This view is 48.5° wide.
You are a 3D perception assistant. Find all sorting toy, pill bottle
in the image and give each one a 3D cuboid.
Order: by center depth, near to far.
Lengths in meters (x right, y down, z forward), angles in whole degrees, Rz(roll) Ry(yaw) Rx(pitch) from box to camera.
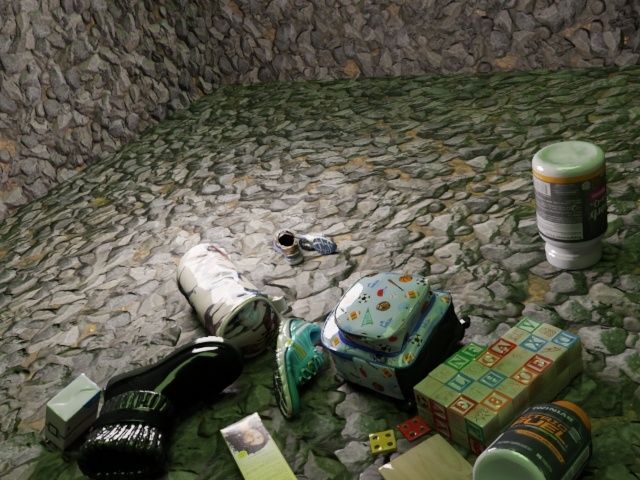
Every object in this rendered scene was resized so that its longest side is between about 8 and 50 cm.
[{"bbox_3d":[0.358,0.348,1.158,0.130,0.131,0.245,9,18,37],"label":"pill bottle"},{"bbox_3d":[0.188,0.415,1.236,0.132,0.046,0.274,-25,31,-18],"label":"sorting toy"},{"bbox_3d":[0.593,-0.081,1.683,0.162,0.279,0.162,-12,29,7],"label":"pill bottle"}]

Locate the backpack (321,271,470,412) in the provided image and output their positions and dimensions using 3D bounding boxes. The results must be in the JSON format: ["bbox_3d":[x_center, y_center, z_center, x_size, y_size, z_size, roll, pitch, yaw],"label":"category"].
[{"bbox_3d":[0.134,0.195,1.505,0.263,0.213,0.276,-2,32,43],"label":"backpack"}]

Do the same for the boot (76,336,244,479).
[{"bbox_3d":[-0.322,0.355,1.490,0.347,0.131,0.260,-24,21,5],"label":"boot"}]

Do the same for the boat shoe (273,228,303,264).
[{"bbox_3d":[-0.097,0.003,2.083,0.066,0.066,0.183,-22,29,-13],"label":"boat shoe"}]

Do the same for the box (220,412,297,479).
[{"bbox_3d":[-0.112,0.426,1.347,0.087,0.058,0.232,-24,30,-17],"label":"box"}]

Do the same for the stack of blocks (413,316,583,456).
[{"bbox_3d":[0.347,0.269,1.377,0.297,0.087,0.171,-31,32,-27],"label":"stack of blocks"}]

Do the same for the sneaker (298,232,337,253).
[{"bbox_3d":[0.000,0.000,2.063,0.135,0.052,0.058,14,34,39],"label":"sneaker"}]

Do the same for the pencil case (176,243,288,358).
[{"bbox_3d":[-0.238,0.140,1.808,0.183,0.160,0.410,-25,30,-18],"label":"pencil case"}]

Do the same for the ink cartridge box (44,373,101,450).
[{"bbox_3d":[-0.545,0.386,1.561,0.060,0.180,0.104,35,47,10],"label":"ink cartridge box"}]

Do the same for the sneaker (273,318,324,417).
[{"bbox_3d":[-0.047,0.268,1.558,0.109,0.107,0.275,5,36,-1],"label":"sneaker"}]
